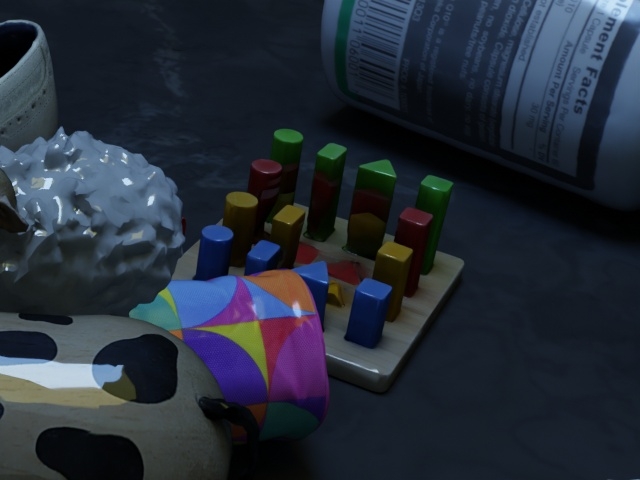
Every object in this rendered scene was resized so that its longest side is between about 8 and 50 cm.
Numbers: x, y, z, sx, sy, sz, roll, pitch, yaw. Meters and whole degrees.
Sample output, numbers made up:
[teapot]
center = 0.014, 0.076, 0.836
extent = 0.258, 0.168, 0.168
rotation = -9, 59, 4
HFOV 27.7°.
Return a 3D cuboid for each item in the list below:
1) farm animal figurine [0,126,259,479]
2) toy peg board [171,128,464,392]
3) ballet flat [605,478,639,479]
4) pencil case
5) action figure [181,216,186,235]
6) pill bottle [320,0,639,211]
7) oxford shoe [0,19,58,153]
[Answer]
[farm animal figurine]
center = -0.172, 0.081, 0.438
extent = 0.327, 0.172, 0.330
rotation = -4, 53, -23
[toy peg board]
center = 0.000, 0.000, 0.828
extent = 0.161, 0.079, 0.160
rotation = 19, 30, 15
[ballet flat]
center = 0.109, 0.168, 0.476
extent = 0.147, 0.147, 0.409
rotation = 23, 32, 21
[pencil case]
center = -0.115, 0.068, 0.655
extent = 0.236, 0.104, 0.104
rotation = -3, 32, -22
[action figure]
center = -0.146, -0.026, 0.881
extent = 0.115, 0.030, 0.038
rotation = 22, 36, 24
[pill bottle]
center = 0.199, -0.145, 1.018
extent = 0.361, 0.204, 0.204
rotation = 24, 32, 22
[oxford shoe]
center = -0.327, -0.046, 0.733
extent = 0.140, 0.146, 0.397
rotation = 34, 38, 32
